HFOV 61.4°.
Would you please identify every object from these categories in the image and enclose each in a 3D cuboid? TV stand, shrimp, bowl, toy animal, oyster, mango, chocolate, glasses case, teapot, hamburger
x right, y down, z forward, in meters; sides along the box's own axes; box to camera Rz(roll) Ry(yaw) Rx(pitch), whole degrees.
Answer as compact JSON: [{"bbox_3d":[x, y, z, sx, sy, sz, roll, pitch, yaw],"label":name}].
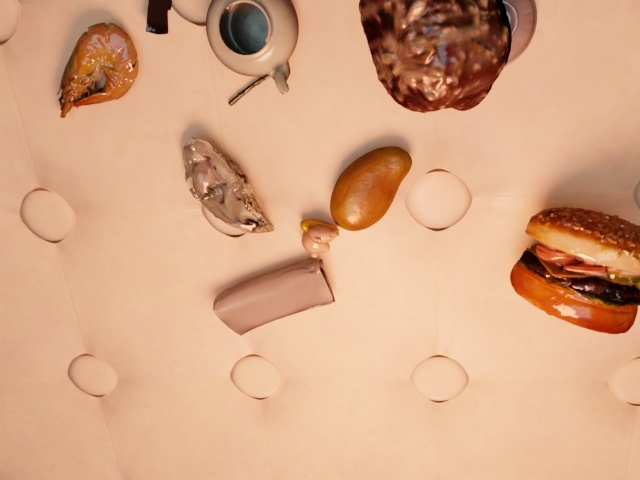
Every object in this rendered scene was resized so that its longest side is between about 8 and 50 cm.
[{"bbox_3d":[-0.331,-0.568,1.128,0.040,0.049,0.256,14,112,0],"label":"TV stand"},{"bbox_3d":[-0.517,-0.372,1.230,0.267,0.061,0.145,-41,110,18],"label":"shrimp"},{"bbox_3d":[0.340,-0.432,1.066,0.189,0.086,0.188,3,111,7],"label":"bowl"},{"bbox_3d":[0.000,0.000,1.280,0.092,0.114,0.081,7,103,-29],"label":"toy animal"},{"bbox_3d":[-0.219,-0.126,1.267,0.252,0.087,0.199,21,123,7],"label":"oyster"},{"bbox_3d":[0.110,-0.121,1.219,0.136,0.099,0.227,40,104,-3],"label":"mango"},{"bbox_3d":[0.193,-0.388,0.993,0.225,0.210,0.339,-9,106,49],"label":"chocolate"},{"bbox_3d":[-0.111,0.141,1.363,0.308,0.083,0.128,-21,113,15],"label":"glasses case"},{"bbox_3d":[-0.143,-0.438,1.109,0.193,0.129,0.294,-29,105,17],"label":"teapot"},{"bbox_3d":[0.556,0.048,1.126,0.291,0.291,0.224,16,105,2],"label":"hamburger"}]

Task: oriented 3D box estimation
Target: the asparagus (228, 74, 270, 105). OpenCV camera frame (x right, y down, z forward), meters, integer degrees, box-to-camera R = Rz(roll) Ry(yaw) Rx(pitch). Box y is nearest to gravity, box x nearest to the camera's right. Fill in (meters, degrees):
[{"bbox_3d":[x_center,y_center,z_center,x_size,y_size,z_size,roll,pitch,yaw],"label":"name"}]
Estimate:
[{"bbox_3d":[-0.142,-0.351,1.207,0.163,0.016,0.016,-29,79,18],"label":"asparagus"}]
